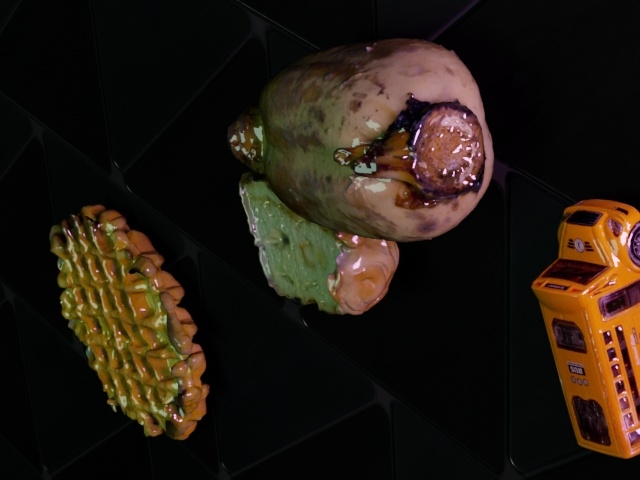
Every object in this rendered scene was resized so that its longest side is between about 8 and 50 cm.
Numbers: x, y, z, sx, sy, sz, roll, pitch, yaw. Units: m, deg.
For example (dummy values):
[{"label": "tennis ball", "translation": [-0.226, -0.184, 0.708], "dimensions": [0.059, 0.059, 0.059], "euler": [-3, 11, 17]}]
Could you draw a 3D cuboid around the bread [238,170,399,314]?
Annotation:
[{"label": "bread", "translation": [0.000, 0.000, 1.860], "dimensions": [0.232, 0.088, 0.128], "euler": [19, 119, 62]}]

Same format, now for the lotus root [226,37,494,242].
[{"label": "lotus root", "translation": [0.032, -0.091, 1.659], "dimensions": [0.309, 0.173, 0.173], "euler": [12, 122, 56]}]

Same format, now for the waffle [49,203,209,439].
[{"label": "waffle", "translation": [-0.227, 0.104, 2.344], "dimensions": [0.329, 0.062, 0.329], "euler": [37, 140, 40]}]

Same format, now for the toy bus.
[{"label": "toy bus", "translation": [0.226, 0.069, 1.517], "dimensions": [0.083, 0.088, 0.194], "euler": [9, 120, 58]}]
